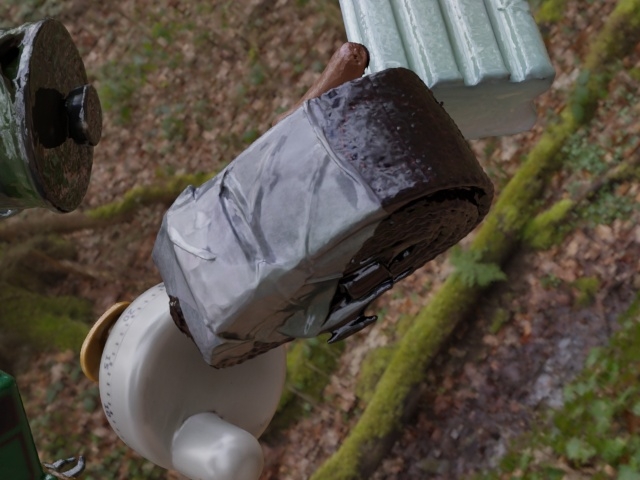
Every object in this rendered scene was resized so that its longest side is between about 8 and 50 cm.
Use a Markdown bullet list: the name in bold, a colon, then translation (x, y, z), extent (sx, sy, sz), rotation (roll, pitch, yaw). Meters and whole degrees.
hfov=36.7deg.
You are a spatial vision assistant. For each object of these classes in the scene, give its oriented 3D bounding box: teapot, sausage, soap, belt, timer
- **teapot**: translation (-0.376, -0.097, 0.947), extent (0.270, 0.337, 0.200), rotation (80, -170, -58)
- **sausage**: translation (-0.003, -0.152, 1.040), extent (0.186, 0.043, 0.043), rotation (-39, 26, 54)
- **soap**: translation (0.133, -0.294, 1.185), extent (0.115, 0.208, 0.347), rotation (99, 162, -61)
- **belt**: translation (0.000, 0.000, 0.798), extent (0.289, 0.184, 0.164), rotation (-33, 70, 14)
- **timer**: translation (-0.135, 0.163, 1.132), extent (0.240, 0.233, 0.233), rotation (13, 69, 47)

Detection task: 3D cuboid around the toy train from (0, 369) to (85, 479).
- **toy train**: translation (-0.385, 0.264, 0.841), extent (0.178, 0.249, 0.429), rotation (10, 26, 37)
